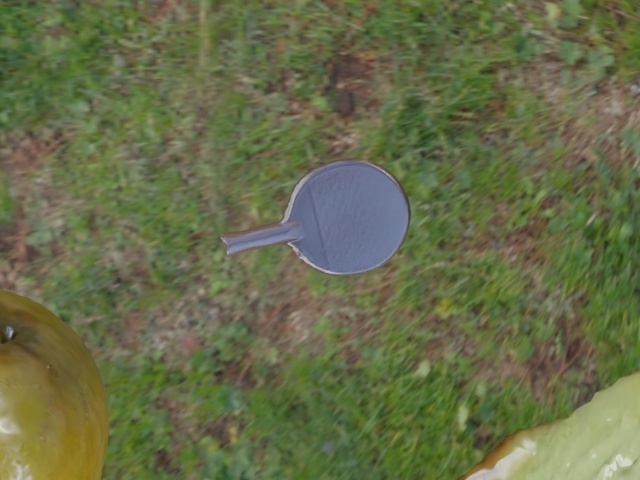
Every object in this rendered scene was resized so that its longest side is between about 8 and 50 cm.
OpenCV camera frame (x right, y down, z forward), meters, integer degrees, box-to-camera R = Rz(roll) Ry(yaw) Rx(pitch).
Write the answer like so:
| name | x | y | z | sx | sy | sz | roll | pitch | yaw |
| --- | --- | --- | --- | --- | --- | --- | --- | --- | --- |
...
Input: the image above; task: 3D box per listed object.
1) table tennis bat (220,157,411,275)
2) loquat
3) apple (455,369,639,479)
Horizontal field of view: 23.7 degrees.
| name | x | y | z | sx | sy | sz | roll | pitch | yaw |
| --- | --- | --- | --- | --- | --- | --- | --- | --- | --- |
| table tennis bat | 0.000 | 0.000 | 1.302 | 0.170 | 0.119 | 0.107 | -13 | 106 | 0 |
| loquat | -0.312 | 0.169 | 1.262 | 0.275 | 0.275 | 0.274 | 2 | 97 | 14 |
| apple | 0.083 | 0.212 | 0.432 | 0.254 | 0.179 | 0.346 | 6 | 71 | 19 |
